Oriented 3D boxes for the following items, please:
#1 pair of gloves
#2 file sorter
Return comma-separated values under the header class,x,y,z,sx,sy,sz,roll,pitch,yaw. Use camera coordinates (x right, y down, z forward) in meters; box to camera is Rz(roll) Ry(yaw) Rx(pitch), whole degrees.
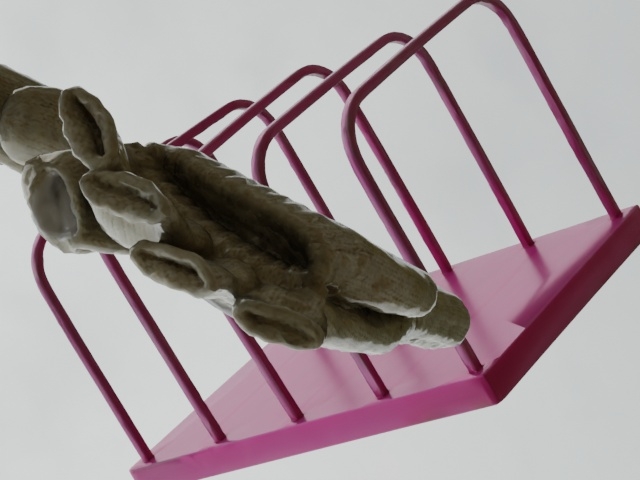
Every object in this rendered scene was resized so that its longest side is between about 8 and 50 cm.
class,x,y,z,sx,sy,sz,roll,pitch,yaw
pair of gloves,-0.076,-0.023,0.546,0.042,0.240,0.204,-62,-13,0
file sorter,0.000,0.000,1.085,0.202,0.291,0.182,-41,-74,-46
